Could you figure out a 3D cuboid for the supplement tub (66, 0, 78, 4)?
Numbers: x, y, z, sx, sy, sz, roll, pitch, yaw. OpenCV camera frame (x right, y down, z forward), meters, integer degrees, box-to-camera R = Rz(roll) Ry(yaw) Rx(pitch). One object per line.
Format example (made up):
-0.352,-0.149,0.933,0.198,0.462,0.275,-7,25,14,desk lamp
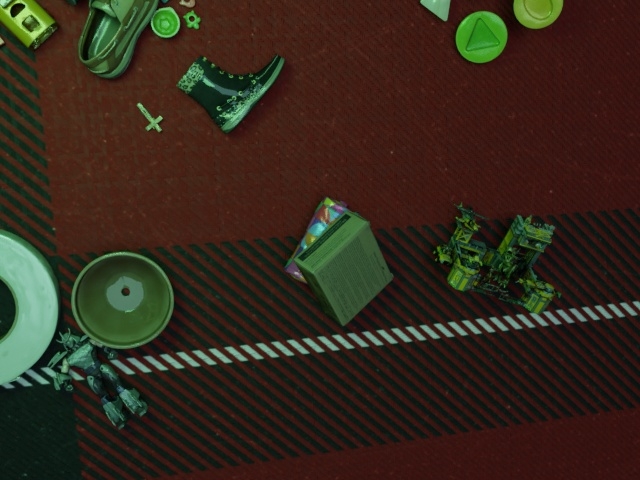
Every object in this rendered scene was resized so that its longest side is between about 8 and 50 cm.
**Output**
-0.528,-0.633,1.605,0.106,0.106,0.198,33,80,-15,supplement tub

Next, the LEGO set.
0.486,0.027,1.858,0.331,0.255,0.192,21,121,-3,LEGO set

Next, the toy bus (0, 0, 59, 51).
-0.692,-0.528,1.599,0.202,0.104,0.191,-1,98,-12,toy bus

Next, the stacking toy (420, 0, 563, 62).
0.436,-0.638,1.855,0.309,0.130,0.279,44,113,-12,stacking toy

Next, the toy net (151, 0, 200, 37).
-0.375,-0.604,1.688,0.122,0.045,0.232,-22,102,-8,toy net

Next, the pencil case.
0.000,0.000,1.831,0.104,0.104,0.236,31,92,-15,pencil case

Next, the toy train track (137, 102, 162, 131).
-0.419,-0.301,1.740,0.048,0.014,0.083,-38,98,3,toy train track

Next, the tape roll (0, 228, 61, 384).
-0.821,0.159,1.689,0.392,0.072,0.392,-2,99,-13,tape roll

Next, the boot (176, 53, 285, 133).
-0.217,-0.402,1.732,0.178,0.085,0.236,40,89,-12,boot

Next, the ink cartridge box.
0.063,0.072,1.793,0.193,0.088,0.234,-43,135,-16,ink cartridge box

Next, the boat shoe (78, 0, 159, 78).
-0.459,-0.531,1.618,0.123,0.116,0.324,22,97,15,boat shoe

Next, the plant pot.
-0.480,0.138,1.740,0.237,0.110,0.237,-2,97,-12,plant pot

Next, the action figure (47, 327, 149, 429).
-0.550,0.331,1.762,0.185,0.099,0.285,-37,100,4,action figure
